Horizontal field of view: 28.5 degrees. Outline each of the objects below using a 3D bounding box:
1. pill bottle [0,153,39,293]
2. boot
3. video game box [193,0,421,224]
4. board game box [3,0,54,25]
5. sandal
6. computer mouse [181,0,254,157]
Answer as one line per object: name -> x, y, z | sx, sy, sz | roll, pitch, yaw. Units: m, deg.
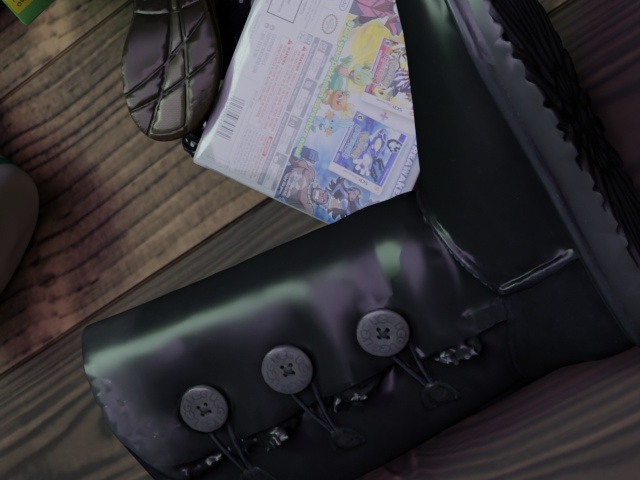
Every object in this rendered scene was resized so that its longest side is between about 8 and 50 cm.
pill bottle -> -0.465, -0.068, 1.188 | 0.361, 0.204, 0.204 | 33, 101, 11
boot -> 0.001, 0.002, 0.974 | 0.445, 0.146, 0.367 | -26, 95, 25
video game box -> 0.016, -0.122, 1.045 | 0.187, 0.048, 0.205 | 26, 102, 15
board game box -> -0.184, -0.341, 1.098 | 0.317, 0.046, 0.213 | -43, 40, -4
sandal -> -0.128, -0.190, 1.084 | 0.090, 0.060, 0.219 | -14, 75, 13
computer mouse -> -0.097, -0.222, 1.136 | 0.188, 0.072, 0.272 | -34, 83, 19
